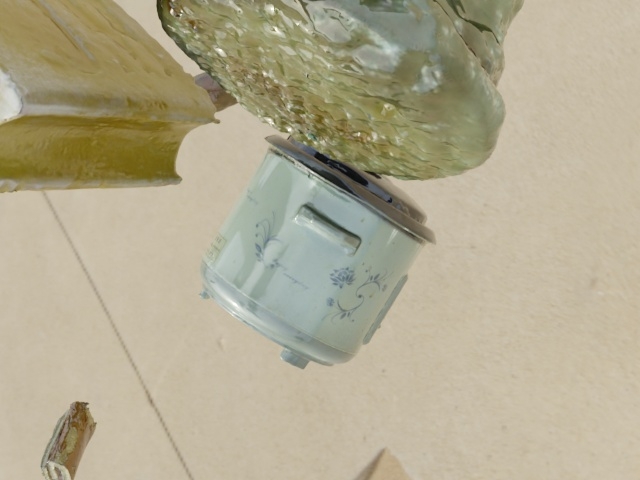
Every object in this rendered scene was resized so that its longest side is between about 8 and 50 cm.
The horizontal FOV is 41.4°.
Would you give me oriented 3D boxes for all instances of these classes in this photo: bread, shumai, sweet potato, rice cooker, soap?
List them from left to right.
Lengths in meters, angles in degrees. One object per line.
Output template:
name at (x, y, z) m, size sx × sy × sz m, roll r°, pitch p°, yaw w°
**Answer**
soap at (-0.325, -0.191, 0.975) m, size 0.293 × 0.335 × 0.156 m, roll 48°, pitch 115°, yaw 17°
bread at (-0.264, 0.214, 0.887) m, size 0.036 × 0.047 × 0.083 m, roll 1°, pitch 38°, yaw 9°
sweet potato at (-0.210, -0.254, 1.465) m, size 0.269 × 0.075 × 0.075 m, roll -12°, pitch 67°, yaw -7°
rice cooker at (0.000, 0.000, 1.119) m, size 0.264 × 0.316 × 0.316 m, roll 31°, pitch 101°, yaw 0°
shumai at (0.053, -0.256, 0.815) m, size 0.323 × 0.324 × 0.397 m, roll -58°, pitch 23°, yaw -9°
